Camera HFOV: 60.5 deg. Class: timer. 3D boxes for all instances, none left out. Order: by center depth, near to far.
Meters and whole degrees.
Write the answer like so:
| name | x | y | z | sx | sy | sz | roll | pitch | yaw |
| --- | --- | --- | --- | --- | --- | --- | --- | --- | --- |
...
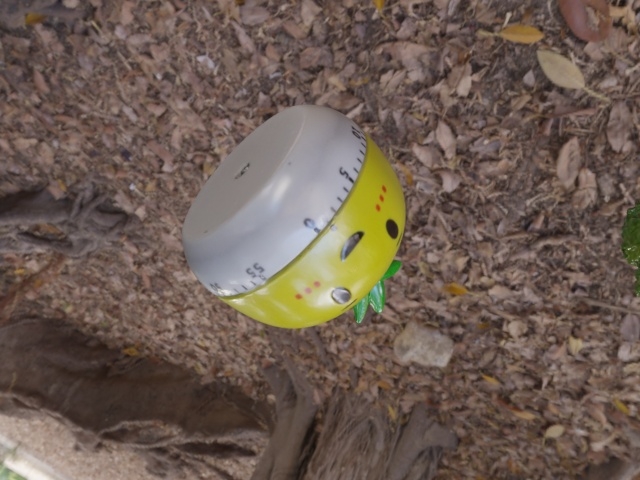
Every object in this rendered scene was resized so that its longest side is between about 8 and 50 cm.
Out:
| name | x | y | z | sx | sy | sz | roll | pitch | yaw |
| --- | --- | --- | --- | --- | --- | --- | --- | --- | --- |
| timer | 0.000 | 0.000 | 0.677 | 0.286 | 0.285 | 0.285 | 19 | 144 | 15 |

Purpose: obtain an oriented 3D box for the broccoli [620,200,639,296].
| name | x | y | z | sx | sy | sz | roll | pitch | yaw |
| --- | --- | --- | --- | --- | --- | --- | --- | --- | --- |
| broccoli | 0.413 | 0.049 | 0.516 | 0.254 | 0.302 | 0.186 | 14 | 127 | 16 |
